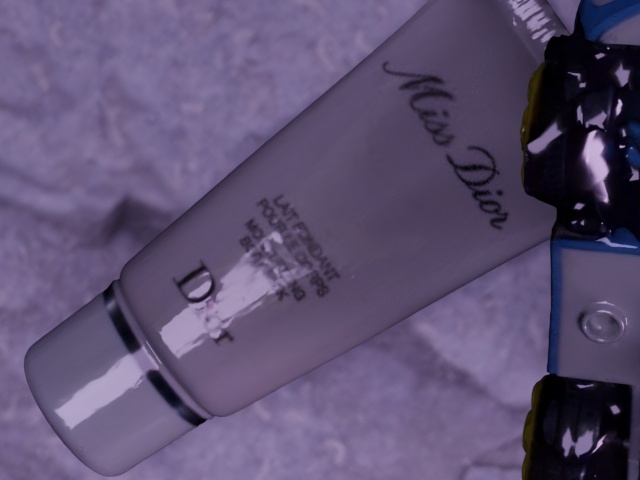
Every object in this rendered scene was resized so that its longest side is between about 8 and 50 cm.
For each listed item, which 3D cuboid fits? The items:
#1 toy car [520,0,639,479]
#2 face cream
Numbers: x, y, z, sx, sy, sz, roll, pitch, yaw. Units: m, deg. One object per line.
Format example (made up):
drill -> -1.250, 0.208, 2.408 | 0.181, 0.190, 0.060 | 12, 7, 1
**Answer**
toy car -> 0.187, 0.000, 0.572 | 0.198, 0.166, 0.314 | 4, 126, 15
face cream -> 0.000, 0.000, 0.690 | 0.314, 0.089, 0.143 | -35, 89, 2
